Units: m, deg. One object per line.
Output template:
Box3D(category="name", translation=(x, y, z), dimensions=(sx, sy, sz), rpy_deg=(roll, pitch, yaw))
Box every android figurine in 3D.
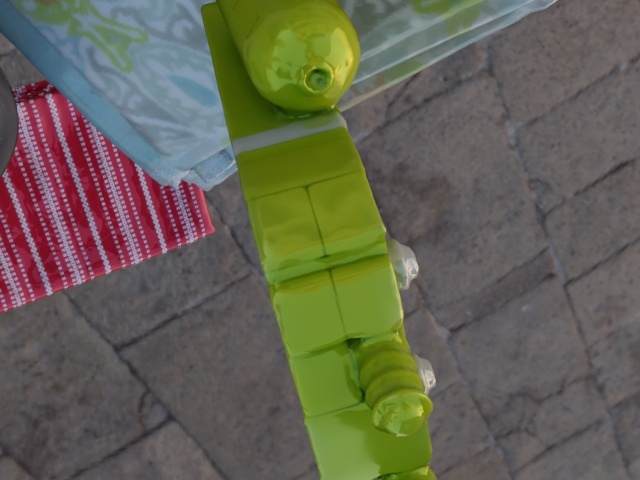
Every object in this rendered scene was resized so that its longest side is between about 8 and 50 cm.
Box3D(category="android figurine", translation=(0.000, 0.000, 0.421), dimensions=(0.056, 0.272, 0.248), rpy_deg=(-16, 128, -4))

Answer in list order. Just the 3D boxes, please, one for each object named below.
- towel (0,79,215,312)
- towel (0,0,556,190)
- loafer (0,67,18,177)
Box3D(category="towel", translation=(-0.242, -0.049, 0.899), dimensions=(0.275, 0.031, 0.198), rpy_deg=(-21, 114, -23))
Box3D(category="towel", translation=(-0.080, -0.212, 0.499), dimensions=(0.321, 0.090, 0.374), rpy_deg=(-24, 122, 36))
Box3D(category="loafer", translation=(-0.287, -0.031, 0.616), dimensions=(0.134, 0.130, 0.366), rpy_deg=(32, 147, -1))
